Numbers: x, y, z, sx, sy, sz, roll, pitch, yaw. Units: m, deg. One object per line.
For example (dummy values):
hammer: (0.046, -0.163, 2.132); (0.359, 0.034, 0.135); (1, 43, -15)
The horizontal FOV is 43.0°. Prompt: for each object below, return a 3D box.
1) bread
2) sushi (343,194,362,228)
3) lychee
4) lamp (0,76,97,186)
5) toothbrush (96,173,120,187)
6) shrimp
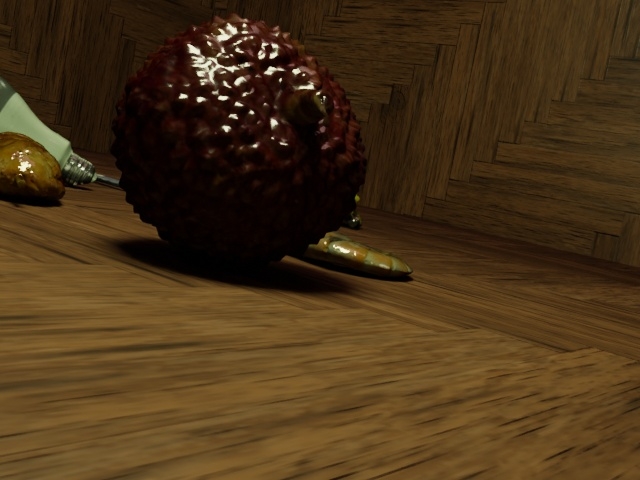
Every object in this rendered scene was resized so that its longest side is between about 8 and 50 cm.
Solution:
bread: (-0.430, -0.107, 1.169); (0.124, 0.084, 0.344); (9, 6, -24)
sushi: (0.003, -0.110, 1.837); (0.167, 0.179, 0.296); (-5, 1, 5)
lychee: (-0.080, -0.100, 0.847); (0.264, 0.264, 0.300); (7, -15, -40)
lamp: (-0.564, -0.184, 1.452); (0.314, 0.182, 0.182); (32, -7, -32)
toothbrush: (-0.399, -0.113, 1.628); (0.024, 0.026, 0.288); (10, 3, -45)
shrimp: (0.000, 0.000, 1.121); (0.296, 0.058, 0.169); (21, 4, 40)
